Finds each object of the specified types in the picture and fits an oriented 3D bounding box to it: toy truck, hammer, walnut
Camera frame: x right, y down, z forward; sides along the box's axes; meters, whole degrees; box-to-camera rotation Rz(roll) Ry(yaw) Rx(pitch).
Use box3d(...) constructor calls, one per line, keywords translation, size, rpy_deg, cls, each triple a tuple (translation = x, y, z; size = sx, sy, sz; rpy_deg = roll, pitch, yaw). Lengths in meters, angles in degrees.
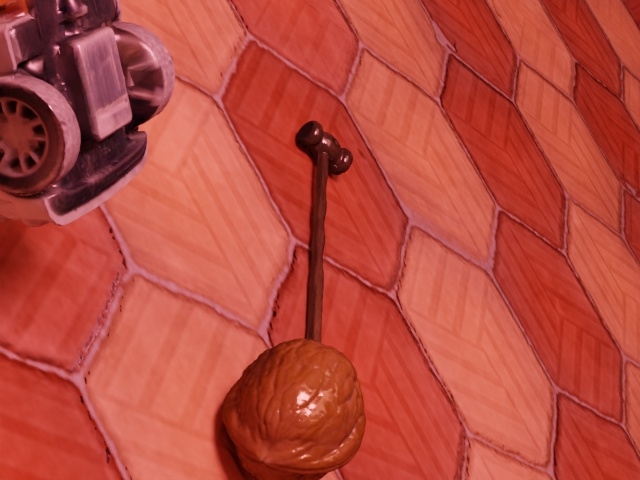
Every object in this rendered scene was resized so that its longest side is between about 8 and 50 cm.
box3d(translation=(-0.235, -0.200, 0.947), size=(0.173, 0.207, 0.387), rpy_deg=(-46, 128, -64), cls="toy truck")
box3d(translation=(0.000, 0.000, 1.423), size=(0.058, 0.029, 0.292), rpy_deg=(40, 32, -28), cls="hammer")
box3d(translation=(-0.019, 0.127, 1.161), size=(0.105, 0.105, 0.124), rpy_deg=(55, 29, -6), cls="walnut")
